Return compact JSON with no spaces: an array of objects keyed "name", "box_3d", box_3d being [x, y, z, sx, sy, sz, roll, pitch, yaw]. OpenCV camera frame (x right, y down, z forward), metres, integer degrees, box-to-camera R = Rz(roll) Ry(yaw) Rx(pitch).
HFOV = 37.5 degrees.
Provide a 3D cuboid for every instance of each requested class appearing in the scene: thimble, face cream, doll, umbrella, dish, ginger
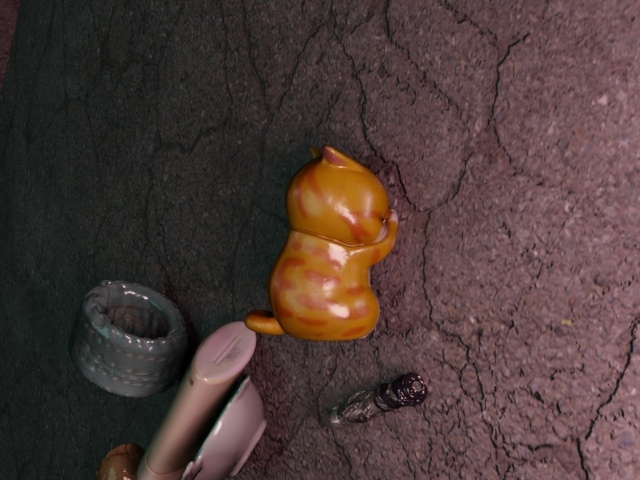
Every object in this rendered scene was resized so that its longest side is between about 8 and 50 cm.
[{"name":"thimble","box_3d":[-0.356,0.186,1.785,0.235,0.198,0.143,33,118,15]},{"name":"face cream","box_3d":[-0.221,0.298,1.619,0.081,0.173,0.348,33,124,5]},{"name":"doll","box_3d":[0.013,0.013,1.291,0.167,0.162,0.269,-164,88,-69]},{"name":"umbrella","box_3d":[0.072,0.219,1.285,0.188,0.050,0.046,-32,41,50]},{"name":"dish","box_3d":[-0.147,0.327,1.513,0.078,0.246,0.224,32,122,1]},{"name":"ginger","box_3d":[-0.381,0.577,1.855,0.190,0.126,0.353,-11,81,60]}]
